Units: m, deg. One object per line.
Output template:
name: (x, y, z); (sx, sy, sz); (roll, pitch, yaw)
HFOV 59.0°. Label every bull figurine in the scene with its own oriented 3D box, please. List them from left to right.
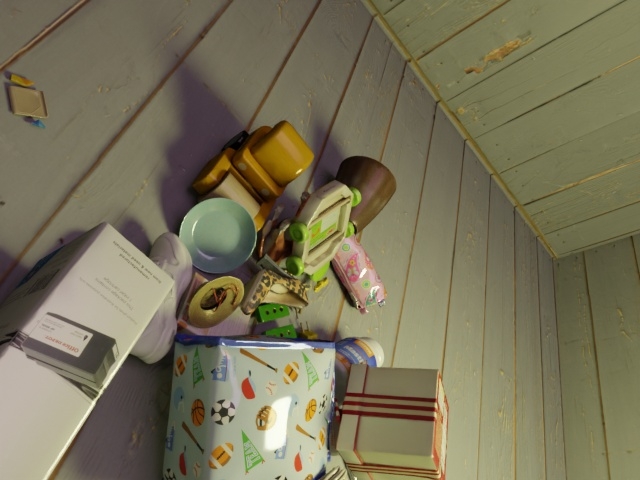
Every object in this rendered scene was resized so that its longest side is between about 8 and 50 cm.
bull figurine: (-0.066, -0.040, 1.653); (0.101, 0.188, 0.310); (31, 41, 18)

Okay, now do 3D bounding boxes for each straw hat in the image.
straw hat: (-0.252, 0.126, 1.294); (0.145, 0.144, 0.061); (8, 23, -49)

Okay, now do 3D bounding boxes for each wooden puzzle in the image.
wooden puzzle: (-0.632, -0.299, 1.222); (0.079, 0.014, 0.116); (6, 66, -45)

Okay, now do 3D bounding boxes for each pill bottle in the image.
pill bottle: (0.075, 0.360, 1.604); (0.272, 0.152, 0.152); (-13, 81, -58)

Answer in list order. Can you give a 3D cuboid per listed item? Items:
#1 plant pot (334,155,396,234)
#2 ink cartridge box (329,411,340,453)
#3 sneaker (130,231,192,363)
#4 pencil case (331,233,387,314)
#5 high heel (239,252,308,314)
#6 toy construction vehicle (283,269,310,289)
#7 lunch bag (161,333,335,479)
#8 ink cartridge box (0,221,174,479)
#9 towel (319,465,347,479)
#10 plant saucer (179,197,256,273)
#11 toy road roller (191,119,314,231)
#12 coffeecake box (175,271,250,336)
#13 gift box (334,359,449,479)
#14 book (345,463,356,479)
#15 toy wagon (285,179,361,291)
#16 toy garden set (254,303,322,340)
plant pot: (0.120, -0.132, 1.919); (0.215, 0.215, 0.230); (45, 54, -25)
ink cartridge box: (0.046, 0.523, 1.538); (0.198, 0.067, 0.115); (14, 58, -33)
sneaker: (-0.369, 0.103, 1.226); (0.152, 0.114, 0.305); (38, 44, -44)
pencil case: (0.107, 0.093, 1.829); (0.124, 0.124, 0.284); (-37, 102, -53)
high heel: (-0.108, 0.155, 1.447); (0.186, 0.093, 0.261); (45, 25, -14)
toy construction vehicle: (-0.064, 0.112, 1.675); (0.098, 0.035, 0.085); (-1, 72, -51)
lunch bag: (-0.129, 0.371, 1.239); (0.386, 0.239, 0.327); (9, 81, -41)
ink cartridge box: (-0.458, 0.192, 0.908); (0.166, 0.286, 0.394); (47, 47, -25)
towel: (-0.036, 0.640, 1.265); (0.049, 0.282, 0.187); (32, 28, 26)
plant saucer: (-0.262, -0.014, 1.438); (0.195, 0.037, 0.194); (-4, 102, -20)
toy road roller: (-0.166, -0.189, 1.543); (0.202, 0.241, 0.329); (48, 40, -22)
coffeecake box: (-0.268, 0.188, 1.353); (0.185, 0.068, 0.142); (41, 43, -30)
gift box: (0.179, 0.453, 1.421); (0.276, 0.258, 0.255); (-75, 154, -43)
book: (0.109, 0.627, 1.611); (0.096, 0.035, 0.144); (-14, 82, -47)
toy wagon: (0.000, 0.000, 1.617); (0.068, 0.344, 0.267); (30, 42, 24)
toy garden set: (-0.100, 0.225, 1.562); (0.204, 0.049, 0.244); (-6, 75, -50)
